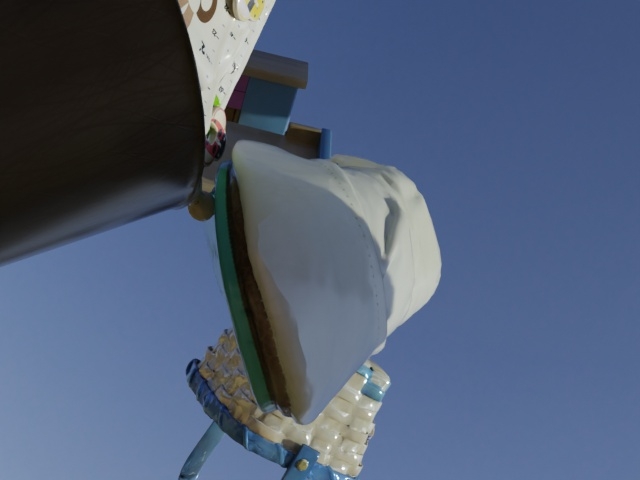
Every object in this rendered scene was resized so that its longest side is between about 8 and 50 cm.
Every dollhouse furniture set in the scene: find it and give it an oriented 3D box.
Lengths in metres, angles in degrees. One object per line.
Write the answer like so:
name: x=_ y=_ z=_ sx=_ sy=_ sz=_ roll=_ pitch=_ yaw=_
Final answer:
dollhouse furniture set: x=-0.151 y=-0.067 z=1.232 sx=0.287 sy=0.303 sz=0.198 roll=12 pitch=-55 yaw=-9

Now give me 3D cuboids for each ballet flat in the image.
ballet flat: x=0.000 y=0.000 z=0.662 sx=0.139 sy=0.139 sz=0.400 roll=47 pitch=-2 yaw=-9

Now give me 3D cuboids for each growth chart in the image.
growth chart: x=-0.042 y=-0.144 z=0.541 sx=0.021 sy=0.237 sz=0.172 roll=17 pitch=-14 yaw=19

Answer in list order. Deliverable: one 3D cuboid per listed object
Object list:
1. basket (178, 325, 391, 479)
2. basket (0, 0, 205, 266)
basket: x=-0.061 y=0.221 z=1.291 sx=0.201 sy=0.289 sz=0.255 roll=35 pitch=4 yaw=-25
basket: x=-0.188 y=-0.048 z=0.506 sx=0.154 sy=0.227 sz=0.204 roll=61 pitch=-22 yaw=10
